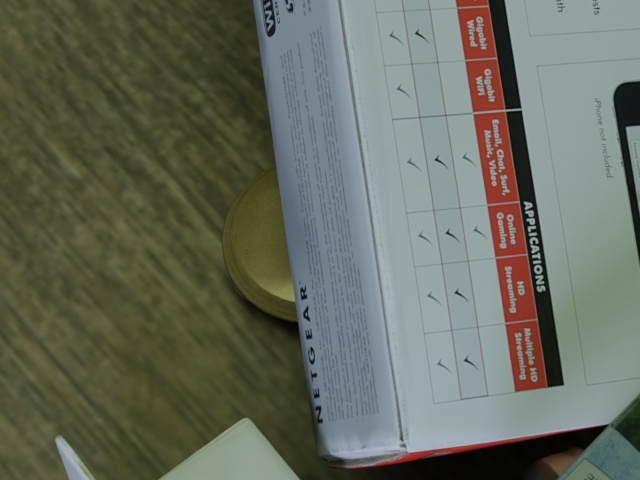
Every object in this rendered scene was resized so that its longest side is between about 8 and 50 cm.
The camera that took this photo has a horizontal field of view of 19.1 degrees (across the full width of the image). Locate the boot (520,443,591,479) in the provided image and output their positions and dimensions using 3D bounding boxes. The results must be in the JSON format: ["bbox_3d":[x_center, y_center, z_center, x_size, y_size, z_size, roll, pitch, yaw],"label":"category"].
[{"bbox_3d":[0.268,0.172,0.621,0.284,0.138,0.377,-30,64,-15],"label":"boot"}]

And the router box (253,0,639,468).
[{"bbox_3d":[0.127,-0.102,0.699,0.301,0.082,0.335,-5,83,-21],"label":"router box"}]

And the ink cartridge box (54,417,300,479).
[{"bbox_3d":[-0.014,0.136,0.670,0.060,0.104,0.180,-34,65,-16],"label":"ink cartridge box"}]

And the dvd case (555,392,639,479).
[{"bbox_3d":[0.199,0.074,0.591,0.180,0.022,0.253,39,65,20],"label":"dvd case"}]

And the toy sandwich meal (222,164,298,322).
[{"bbox_3d":[0.000,0.000,0.793,0.085,0.029,0.086,-2,64,4],"label":"toy sandwich meal"}]
